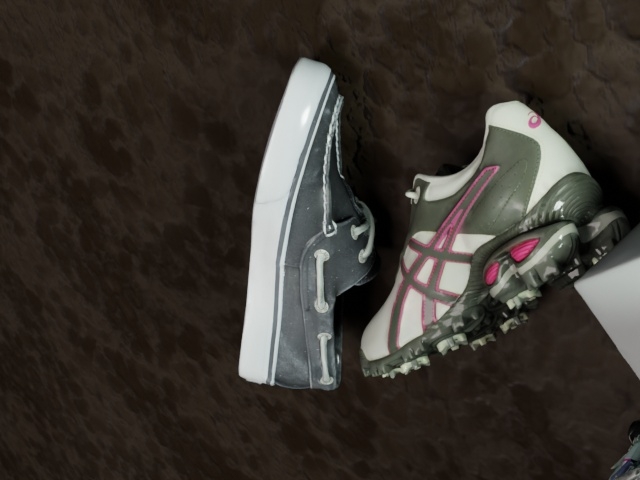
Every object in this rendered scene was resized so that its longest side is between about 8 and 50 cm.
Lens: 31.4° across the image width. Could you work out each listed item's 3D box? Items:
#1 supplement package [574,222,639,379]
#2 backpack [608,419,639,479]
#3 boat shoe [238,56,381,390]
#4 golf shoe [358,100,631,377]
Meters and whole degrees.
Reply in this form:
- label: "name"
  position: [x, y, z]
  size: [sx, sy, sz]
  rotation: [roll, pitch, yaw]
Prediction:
- label: "supplement package"
  position: [0.245, 0.016, 0.600]
  size: [0.105, 0.105, 0.179]
  rotation: [54, 146, -3]
- label: "backpack"
  position: [0.216, 0.128, 0.538]
  size: [0.152, 0.115, 0.182]
  rotation: [38, 138, 17]
- label: "boat shoe"
  position: [0.000, 0.000, 0.906]
  size: [0.102, 0.108, 0.301]
  rotation: [12, 121, 5]
- label: "golf shoe"
  position: [0.102, 0.011, 0.803]
  size: [0.273, 0.105, 0.120]
  rotation: [-44, 67, 51]
